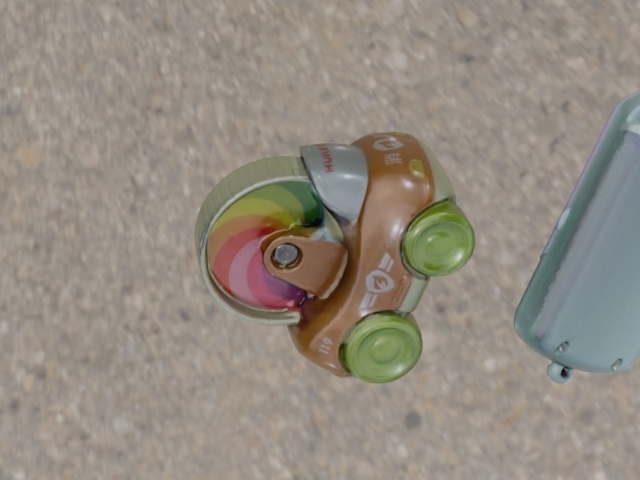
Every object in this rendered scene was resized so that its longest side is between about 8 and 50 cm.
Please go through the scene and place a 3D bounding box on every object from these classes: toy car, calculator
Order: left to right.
[{"bbox_3d":[0.000,0.000,1.536,0.235,0.145,0.235,-6,120,-11],"label":"toy car"},{"bbox_3d":[0.234,0.000,1.332,0.141,0.045,0.246,17,100,-45],"label":"calculator"}]
